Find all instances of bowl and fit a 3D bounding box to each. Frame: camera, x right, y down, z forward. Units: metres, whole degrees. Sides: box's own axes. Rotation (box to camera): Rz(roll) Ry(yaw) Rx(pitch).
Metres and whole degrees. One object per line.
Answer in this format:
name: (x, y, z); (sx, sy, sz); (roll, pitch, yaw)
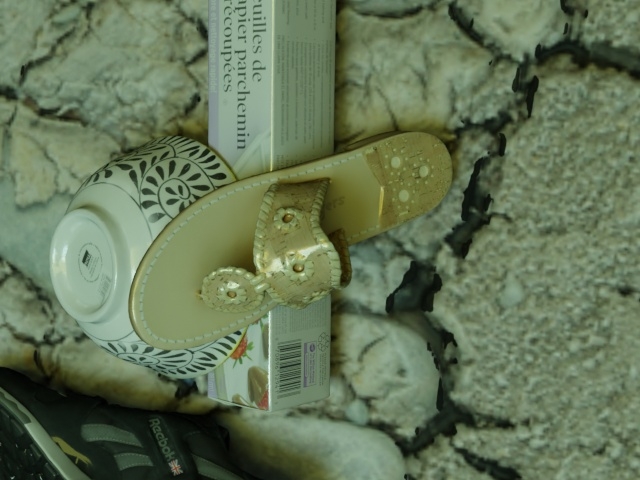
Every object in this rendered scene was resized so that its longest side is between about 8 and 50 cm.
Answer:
bowl: (-0.128, 0.014, 0.748); (0.170, 0.080, 0.170); (5, 97, 43)

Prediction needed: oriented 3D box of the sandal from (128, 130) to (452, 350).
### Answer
sandal: (-0.002, -0.006, 0.685); (0.240, 0.079, 0.088); (-29, 108, -24)

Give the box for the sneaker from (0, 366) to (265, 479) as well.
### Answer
sneaker: (-0.133, 0.167, 0.800); (0.283, 0.124, 0.107); (30, 132, 31)

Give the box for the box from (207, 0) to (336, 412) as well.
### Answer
box: (-0.033, -0.049, 0.755); (0.063, 0.067, 0.323); (5, 98, 40)
